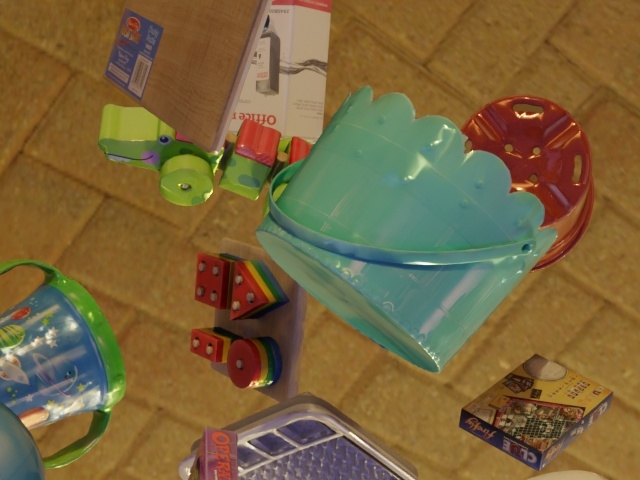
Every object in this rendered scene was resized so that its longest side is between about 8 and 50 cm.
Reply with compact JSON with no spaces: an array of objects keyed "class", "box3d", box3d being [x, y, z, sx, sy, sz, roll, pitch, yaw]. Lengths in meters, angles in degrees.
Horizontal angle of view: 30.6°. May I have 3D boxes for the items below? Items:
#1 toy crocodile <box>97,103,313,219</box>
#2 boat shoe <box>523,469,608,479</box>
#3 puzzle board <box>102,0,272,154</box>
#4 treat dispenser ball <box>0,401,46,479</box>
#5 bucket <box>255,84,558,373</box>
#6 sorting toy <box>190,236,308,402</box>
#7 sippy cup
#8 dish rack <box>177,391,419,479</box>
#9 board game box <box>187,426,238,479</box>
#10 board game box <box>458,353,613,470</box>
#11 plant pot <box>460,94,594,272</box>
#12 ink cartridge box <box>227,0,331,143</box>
[{"class":"toy crocodile","box3d":[-0.092,-0.098,1.378,0.340,0.115,0.105,15,134,-12]},{"class":"boat shoe","box3d":[0.113,0.266,0.847,0.258,0.084,0.095,-40,105,15]},{"class":"puzzle board","box3d":[-0.044,-0.091,0.424,0.011,0.128,0.096,13,102,-29]},{"class":"treat dispenser ball","box3d":[-0.489,0.320,1.464,0.288,0.288,0.288,-6,120,-9]},{"class":"bucket","box3d":[0.079,-0.007,1.205,0.281,0.281,0.183,43,78,-29]},{"class":"sorting toy","box3d":[-0.139,0.142,2.119,0.089,0.255,0.257,-1,101,-38]},{"class":"sippy cup","box3d":[-0.467,0.203,1.873,0.224,0.305,0.240,-25,162,-34]},{"class":"dish rack","box3d":[-0.023,0.350,1.816,0.285,0.072,0.333,-28,131,26]},{"class":"board game box","box3d":[-0.139,0.413,1.374,0.056,0.347,0.208,8,123,-11]},{"class":"board game box","box3d":[0.377,0.294,2.040,0.243,0.165,0.042,-26,132,-43]},{"class":"plant pot","box3d":[0.301,-0.096,1.806,0.272,0.265,0.273,-1,82,6]},{"class":"ink cartridge box","box3d":[-0.077,-0.239,1.527,0.092,0.158,0.218,-7,102,-56]}]
